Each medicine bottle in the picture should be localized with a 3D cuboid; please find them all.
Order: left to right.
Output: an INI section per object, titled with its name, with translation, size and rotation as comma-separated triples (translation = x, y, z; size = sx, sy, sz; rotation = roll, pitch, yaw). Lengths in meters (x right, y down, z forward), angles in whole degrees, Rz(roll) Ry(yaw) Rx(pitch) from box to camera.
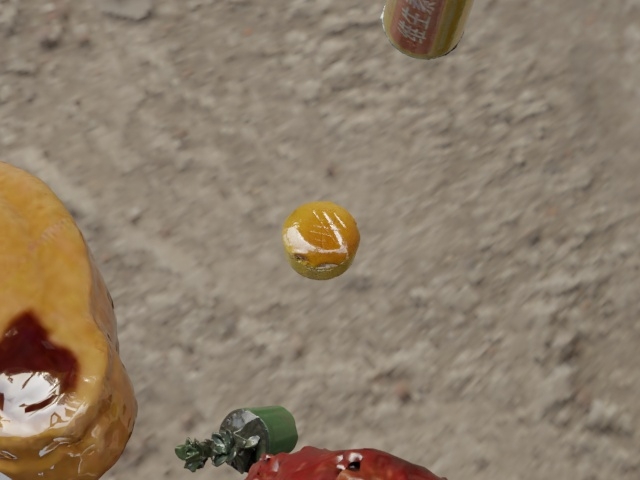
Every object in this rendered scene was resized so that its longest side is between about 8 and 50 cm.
[medicine bottle]
translation = 0.131, -0.303, 1.957
size = 0.108, 0.426, 0.108
rotation = 1, 71, -3

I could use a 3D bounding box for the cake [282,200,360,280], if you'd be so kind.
[cake]
translation = 0.000, 0.000, 2.101
size = 0.084, 0.084, 0.044
rotation = 30, 149, 13

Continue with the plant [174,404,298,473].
[plant]
translation = -0.063, 0.151, 1.476
size = 0.051, 0.102, 0.051
rotation = 8, 102, 38

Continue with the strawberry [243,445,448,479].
[strawberry]
translation = 0.039, 0.275, 1.331
size = 0.274, 0.220, 0.274
rotation = 10, 147, 6

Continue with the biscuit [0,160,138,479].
[biscuit]
translation = -0.314, 0.112, 0.990
size = 0.349, 0.455, 0.078
rotation = 27, 150, 47
